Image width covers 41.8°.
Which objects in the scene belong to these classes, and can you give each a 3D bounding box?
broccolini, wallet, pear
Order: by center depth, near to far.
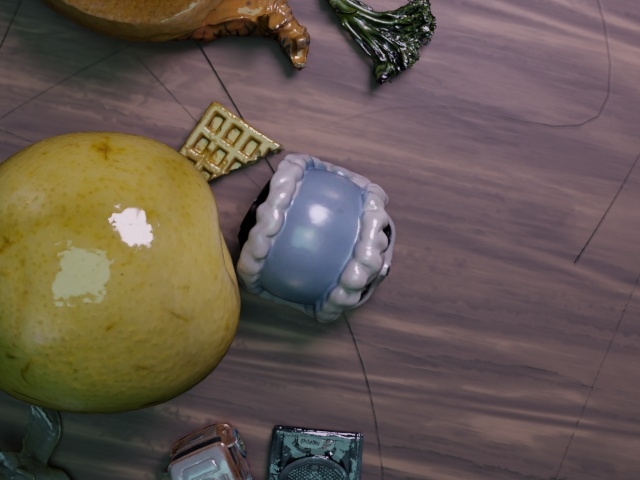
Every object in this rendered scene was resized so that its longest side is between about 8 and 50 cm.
[{"bbox_3d":[-0.259,0.038,0.983,0.348,0.348,0.348,0,93,-3],"label":"pear"},{"bbox_3d":[0.061,-0.351,1.131,0.123,0.062,0.271,-32,91,-11],"label":"broccolini"},{"bbox_3d":[-0.007,0.306,1.164,0.129,0.026,0.088,6,92,-3],"label":"wallet"}]

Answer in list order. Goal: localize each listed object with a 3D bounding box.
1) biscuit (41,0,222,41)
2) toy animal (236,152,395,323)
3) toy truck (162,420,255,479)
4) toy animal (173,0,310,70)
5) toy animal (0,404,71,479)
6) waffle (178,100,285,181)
[{"bbox_3d":[-0.244,-0.400,1.064,0.344,0.057,0.287,27,80,15],"label":"biscuit"},{"bbox_3d":[0.000,0.000,1.087,0.204,0.156,0.208,24,90,-4],"label":"toy animal"},{"bbox_3d":[-0.114,0.380,1.105,0.108,0.140,0.256,-23,94,-1],"label":"toy truck"},{"bbox_3d":[-0.143,-0.294,1.108,0.255,0.116,0.114,-1,73,4],"label":"toy animal"},{"bbox_3d":[-0.386,0.316,1.112,0.155,0.095,0.219,33,91,0],"label":"toy animal"},{"bbox_3d":[-0.152,-0.082,1.141,0.125,0.032,0.191,33,92,-6],"label":"waffle"}]
